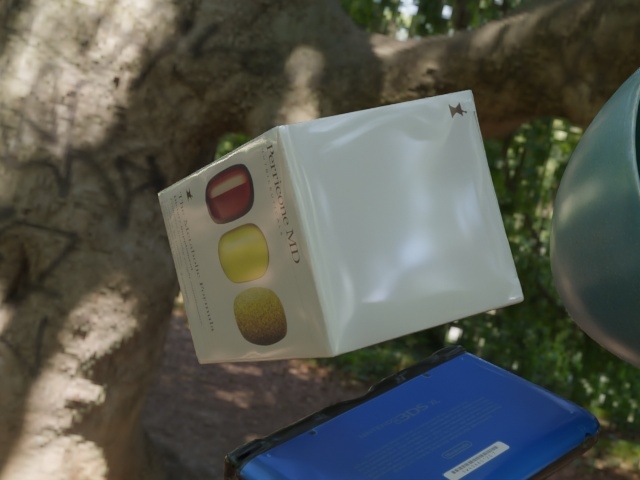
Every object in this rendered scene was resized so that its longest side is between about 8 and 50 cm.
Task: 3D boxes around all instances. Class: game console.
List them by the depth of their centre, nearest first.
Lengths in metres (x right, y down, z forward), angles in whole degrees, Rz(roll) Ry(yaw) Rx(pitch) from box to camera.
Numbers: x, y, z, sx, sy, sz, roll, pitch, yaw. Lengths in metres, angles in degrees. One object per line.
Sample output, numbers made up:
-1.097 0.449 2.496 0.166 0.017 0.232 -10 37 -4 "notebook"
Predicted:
0.054 0.221 0.945 0.293 0.173 0.250 -20 32 -41 "game console"

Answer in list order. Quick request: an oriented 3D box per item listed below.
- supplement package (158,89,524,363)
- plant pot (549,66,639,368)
0.000 0.000 0.728 0.133 0.139 0.244 -14 -2 -25 "supplement package"
0.306 0.002 0.911 0.290 0.290 0.195 12 -26 -24 "plant pot"
